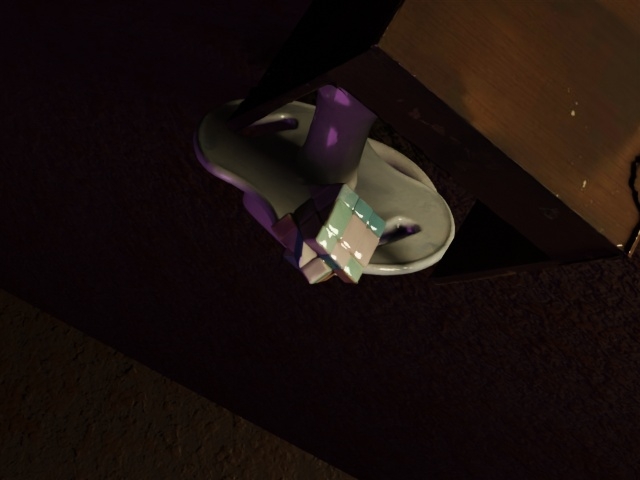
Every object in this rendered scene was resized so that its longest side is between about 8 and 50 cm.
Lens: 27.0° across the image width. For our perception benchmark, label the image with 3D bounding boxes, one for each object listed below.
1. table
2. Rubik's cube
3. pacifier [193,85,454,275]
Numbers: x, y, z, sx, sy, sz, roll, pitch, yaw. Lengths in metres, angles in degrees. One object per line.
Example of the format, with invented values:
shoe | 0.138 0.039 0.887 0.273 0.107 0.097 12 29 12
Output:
table | 0.116 -0.117 1.059 0.250 0.196 0.282 36 160 -16
Rubik's cube | 0.000 -0.003 1.104 0.073 0.084 0.075 3 131 48
pacifier | 0.025 -0.094 1.273 0.287 0.238 0.226 47 136 32
